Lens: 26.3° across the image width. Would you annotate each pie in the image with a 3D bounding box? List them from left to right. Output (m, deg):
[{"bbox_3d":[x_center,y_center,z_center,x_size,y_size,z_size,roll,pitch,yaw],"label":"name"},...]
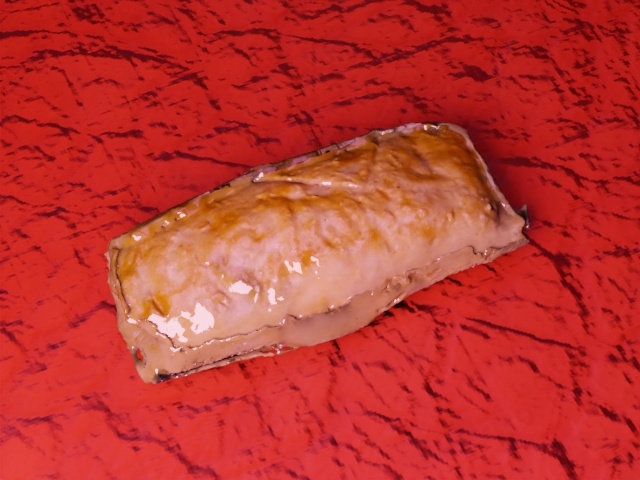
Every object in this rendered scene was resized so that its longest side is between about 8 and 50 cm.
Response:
[{"bbox_3d":[0.000,0.000,0.897,0.282,0.068,0.128,-20,60,-16],"label":"pie"}]
